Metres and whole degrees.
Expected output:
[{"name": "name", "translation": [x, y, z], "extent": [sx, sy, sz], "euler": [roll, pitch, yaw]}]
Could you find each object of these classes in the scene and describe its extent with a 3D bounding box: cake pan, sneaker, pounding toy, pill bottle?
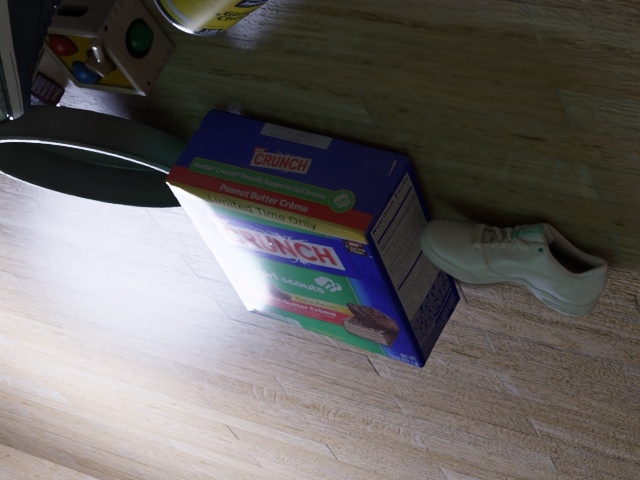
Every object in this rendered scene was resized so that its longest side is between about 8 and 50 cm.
[{"name": "cake pan", "translation": [-0.282, -0.104, 1.973], "extent": [0.293, 0.054, 0.293], "euler": [10, 169, 2]}, {"name": "sneaker", "translation": [0.218, 0.008, 1.756], "extent": [0.212, 0.080, 0.094], "euler": [18, 145, 5]}, {"name": "pounding toy", "translation": [-0.241, -0.217, 1.736], "extent": [0.141, 0.100, 0.130], "euler": [11, 152, 35]}, {"name": "pill bottle", "translation": [-0.080, -0.261, 1.462], "extent": [0.103, 0.103, 0.184], "euler": [35, 156, -17]}, {"name": "sneaker", "translation": [-0.267, -0.237, 1.599], "extent": [0.086, 0.163, 0.226], "euler": [43, 142, 47]}]

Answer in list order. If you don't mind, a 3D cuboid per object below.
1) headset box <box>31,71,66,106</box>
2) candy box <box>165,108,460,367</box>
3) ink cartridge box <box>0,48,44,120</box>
[{"name": "headset box", "translation": [-0.367, -0.190, 2.020], "extent": [0.083, 0.032, 0.062], "euler": [33, 157, -14]}, {"name": "candy box", "translation": [0.000, 0.000, 1.898], "extent": [0.268, 0.122, 0.317], "euler": [16, 153, 27]}, {"name": "ink cartridge box", "translation": [-0.505, -0.216, 1.923], "extent": [0.283, 0.117, 0.207], "euler": [-17, 134, 38]}]
